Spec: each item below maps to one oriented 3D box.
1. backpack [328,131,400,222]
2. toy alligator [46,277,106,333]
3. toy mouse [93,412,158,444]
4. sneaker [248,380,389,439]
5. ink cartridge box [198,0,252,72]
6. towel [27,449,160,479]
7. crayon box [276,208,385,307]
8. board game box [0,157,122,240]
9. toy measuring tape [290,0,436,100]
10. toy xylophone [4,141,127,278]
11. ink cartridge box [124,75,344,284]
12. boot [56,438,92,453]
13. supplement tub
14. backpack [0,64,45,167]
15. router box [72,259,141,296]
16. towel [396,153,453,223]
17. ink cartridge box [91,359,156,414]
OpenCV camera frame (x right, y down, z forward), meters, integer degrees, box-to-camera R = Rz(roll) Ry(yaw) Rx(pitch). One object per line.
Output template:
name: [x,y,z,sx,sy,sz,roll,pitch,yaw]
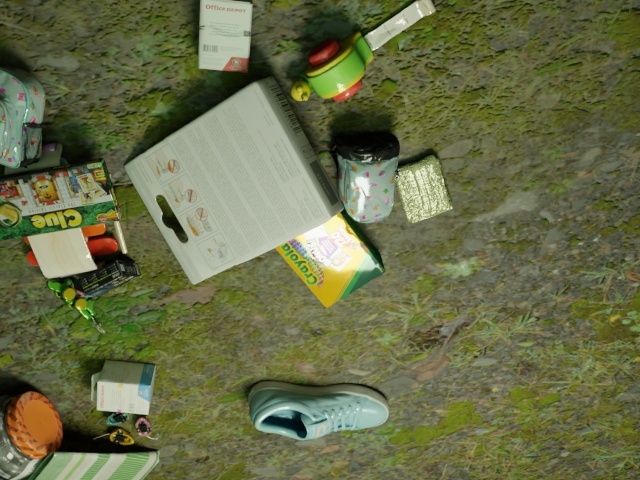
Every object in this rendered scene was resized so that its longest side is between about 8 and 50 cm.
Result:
backpack: [0.095,-0.130,1.555,0.152,0.115,0.181,-2,121,-6]
toy alligator: [-0.553,0.141,1.696,0.189,0.056,0.051,50,61,-31]
toy mouse: [-0.489,0.466,1.880,0.161,0.031,0.143,15,116,-12]
sneaker: [-0.001,0.452,1.839,0.366,0.150,0.135,3,119,-6]
ink cartridge box: [-0.185,-0.403,1.421,0.099,0.056,0.135,4,118,-7]
towel: [-0.596,0.613,1.865,0.325,0.038,0.248,19,120,-47]
crayon box: [0.000,0.000,1.636,0.165,0.081,0.278,-33,115,13]
board game box: [-0.552,-0.082,1.492,0.260,0.030,0.136,-10,120,1]
toy measuring tape: [0.083,-0.366,1.428,0.330,0.121,0.121,-30,116,12]
toy xylophone: [-0.540,-0.051,1.572,0.236,0.081,0.322,-3,118,-2]
ink cartridge box: [-0.185,-0.114,1.527,0.385,0.091,0.308,-25,98,28]
boot: [-0.663,0.565,1.922,0.114,0.037,0.106,14,119,-16]
supplement tub: [-0.819,0.510,1.782,0.338,0.207,0.207,-26,117,11]
backpack: [-0.629,-0.247,1.420,0.166,0.144,0.188,17,99,7]
router box: [-0.479,0.087,1.643,0.123,0.092,0.038,-26,82,10]
towel: [0.225,-0.113,1.622,0.110,0.027,0.148,-19,119,7]
ink cartridge box: [-0.484,0.357,1.789,0.143,0.090,0.092,8,117,-7]
